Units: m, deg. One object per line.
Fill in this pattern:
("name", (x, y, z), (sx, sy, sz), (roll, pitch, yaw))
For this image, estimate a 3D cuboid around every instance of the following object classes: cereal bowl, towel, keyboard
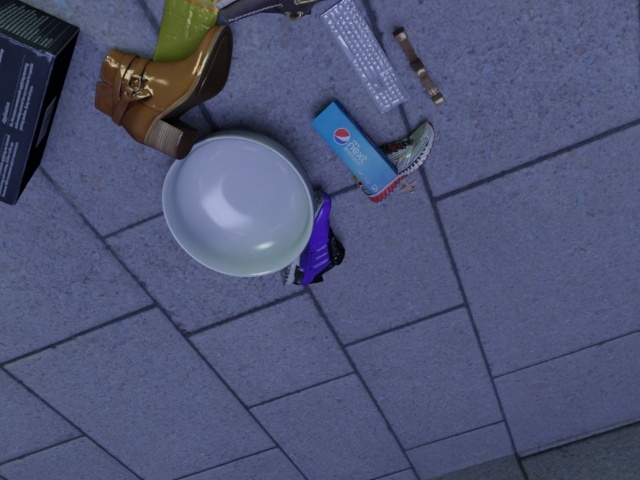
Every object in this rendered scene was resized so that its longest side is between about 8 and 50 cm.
("cereal bowl", (-0.173, -0.093, 1.212), (0.339, 0.141, 0.339), (2, 118, 4))
("towel", (-0.254, -0.432, 1.043), (0.102, 0.021, 0.237), (18, 124, -13))
("keyboard", (0.098, -0.381, 1.125), (0.072, 0.014, 0.256), (-31, 124, 16))

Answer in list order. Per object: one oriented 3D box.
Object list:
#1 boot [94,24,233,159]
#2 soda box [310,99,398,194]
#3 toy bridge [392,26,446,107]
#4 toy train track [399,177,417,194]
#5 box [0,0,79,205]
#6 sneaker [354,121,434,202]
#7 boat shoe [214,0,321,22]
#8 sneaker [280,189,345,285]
("boot", (-0.311, -0.325, 1.055), (0.220, 0.109, 0.283), (32, 110, 9))
("soda box", (0.077, -0.204, 1.176), (0.071, 0.067, 0.210), (-40, 99, 20))
("toy bridge", (0.205, -0.361, 1.121), (0.026, 0.063, 0.188), (-31, 123, 16))
("toy train track", (0.208, -0.142, 1.319), (0.048, 0.014, 0.083), (-33, 123, 17))
("box", (-0.669, -0.292, 0.997), (0.312, 0.179, 0.343), (21, 121, -22))
("sneaker", (0.171, -0.188, 1.235), (0.092, 0.088, 0.225), (38, 111, -20))
("boat shoe", (-0.031, -0.464, 0.987), (0.324, 0.116, 0.097), (-22, 123, 3))
("sneaker", (0.000, 0.000, 1.356), (0.146, 0.102, 0.293), (7, 130, -18))
